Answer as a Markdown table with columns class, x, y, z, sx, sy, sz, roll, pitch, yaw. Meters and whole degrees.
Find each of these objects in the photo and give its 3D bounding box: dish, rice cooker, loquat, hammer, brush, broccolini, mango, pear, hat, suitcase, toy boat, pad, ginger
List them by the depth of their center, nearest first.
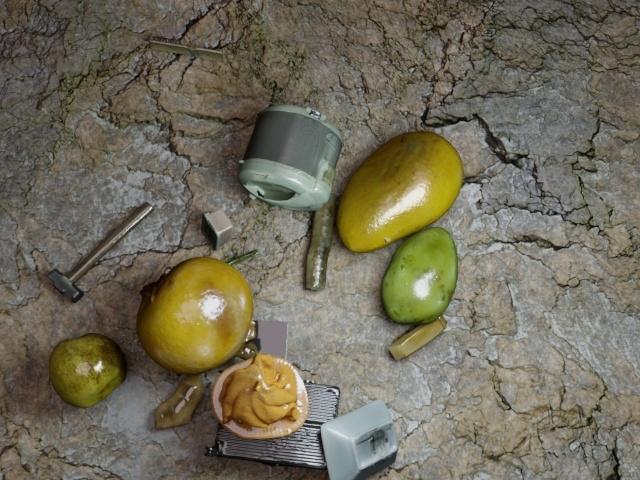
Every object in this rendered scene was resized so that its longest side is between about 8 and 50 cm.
| class | x | y | z | sx | sy | sz | roll | pitch | yaw |
| --- | --- | --- | --- | --- | --- | --- | --- | --- | --- |
| hat | -0.143 | 0.376 | 1.471 | 0.233 | 0.233 | 0.244 | -42 | 79 | -16 |
| dish | 0.124 | 0.537 | 1.591 | 0.243 | 0.080 | 0.182 | -9 | 86 | -43 |
| loquat | -0.313 | 0.213 | 1.632 | 0.359 | 0.328 | 0.328 | 38 | 73 | -15 |
| suitcase | -0.120 | 0.486 | 1.634 | 0.335 | 0.152 | 0.229 | 7 | 73 | -1 |
| pear | -0.631 | 0.341 | 1.635 | 0.197 | 0.197 | 0.197 | 1 | 73 | -3 |
| ginger | -0.387 | 0.450 | 1.676 | 0.095 | 0.069 | 0.190 | 27 | 72 | 31 |
| toy boat | 0.284 | 0.276 | 1.762 | 0.200 | 0.077 | 0.057 | -31 | 94 | -14 |
| pad | -0.154 | 0.312 | 1.766 | 0.112 | 0.003 | 0.157 | 4 | 73 | -2 |
| rice cooker | -0.086 | -0.230 | 1.797 | 0.288 | 0.288 | 0.277 | 16 | 75 | 2 |
| broccolini | -0.299 | 0.086 | 1.804 | 0.254 | 0.057 | 0.071 | -27 | 119 | -8 |
| mango | 0.229 | -0.134 | 1.808 | 0.301 | 0.220 | 0.445 | 36 | 81 | 29 |
| hammer | -0.640 | 0.020 | 1.812 | 0.111 | 0.043 | 0.365 | 40 | 73 | 9 |
| brush | -0.446 | -0.643 | 2.028 | 0.248 | 0.043 | 0.036 | 9 | 65 | -1 |

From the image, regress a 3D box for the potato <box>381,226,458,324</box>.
| class | x | y | z | sx | sy | sz | roll | pitch | yaw |
| --- | --- | --- | --- | --- | --- | --- | --- | --- | --- |
| potato | 0.292 | 0.105 | 1.748 | 0.216 | 0.216 | 0.304 | 28 | 60 | 6 |

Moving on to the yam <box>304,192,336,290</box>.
| class | x | y | z | sx | sy | sz | roll | pitch | yaw |
| --- | --- | --- | --- | --- | --- | --- | --- | --- | --- |
| yam | 0.000 | 0.000 | 1.839 | 0.071 | 0.067 | 0.317 | -2 | 71 | 27 |

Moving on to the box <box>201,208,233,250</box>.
| class | x | y | z | sx | sy | sz | roll | pitch | yaw |
| --- | --- | --- | --- | --- | --- | --- | --- | --- | --- |
| box | -0.307 | -0.035 | 1.809 | 0.062 | 0.122 | 0.089 | -30 | 76 | -23 |
